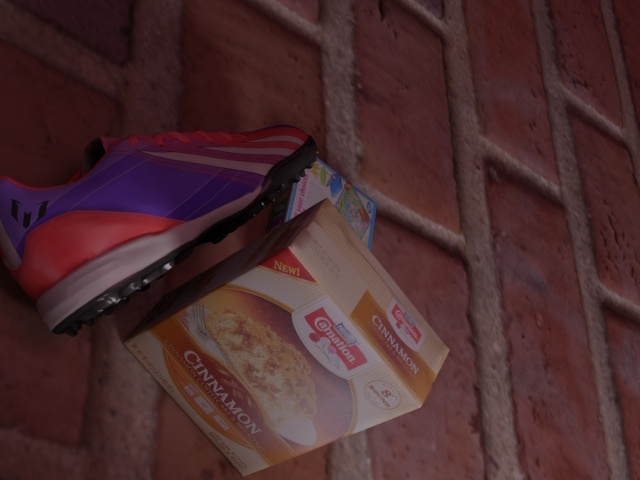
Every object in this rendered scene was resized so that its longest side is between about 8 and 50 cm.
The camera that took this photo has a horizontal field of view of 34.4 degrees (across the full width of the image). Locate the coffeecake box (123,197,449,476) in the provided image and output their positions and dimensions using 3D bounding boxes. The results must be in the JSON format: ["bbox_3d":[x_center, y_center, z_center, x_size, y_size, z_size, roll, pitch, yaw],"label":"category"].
[{"bbox_3d":[-0.027,0.075,0.740,0.142,0.185,0.068,51,39,-12],"label":"coffeecake box"}]

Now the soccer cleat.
[{"bbox_3d":[-0.113,-0.046,0.791,0.116,0.108,0.318,54,41,-1],"label":"soccer cleat"}]

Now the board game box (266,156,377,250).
[{"bbox_3d":[0.000,0.000,0.946,0.103,0.026,0.154,36,44,-27],"label":"board game box"}]
